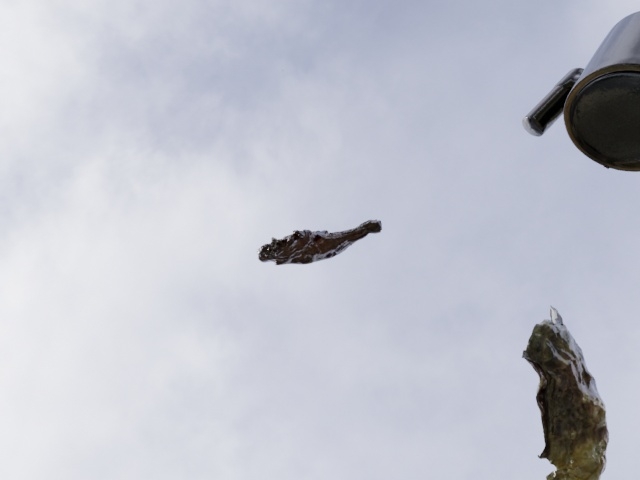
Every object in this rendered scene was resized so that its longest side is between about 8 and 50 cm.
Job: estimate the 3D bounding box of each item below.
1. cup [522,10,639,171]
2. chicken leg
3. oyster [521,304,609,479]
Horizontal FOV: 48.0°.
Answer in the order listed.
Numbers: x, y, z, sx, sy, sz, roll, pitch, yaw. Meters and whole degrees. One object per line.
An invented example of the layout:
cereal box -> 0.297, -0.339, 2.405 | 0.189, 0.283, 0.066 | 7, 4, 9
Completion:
cup -> 0.407, -0.220, 0.999 | 0.239, 0.177, 0.166 | 12, -41, 28
chicken leg -> -0.003, 0.003, 1.159 | 0.205, 0.093, 0.053 | -14, -111, -24
oyster -> 0.424, 0.262, 1.231 | 0.100, 0.275, 0.271 | -20, -66, 43
